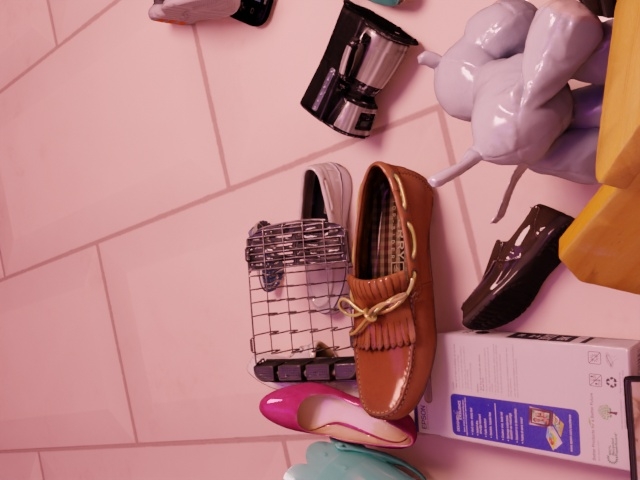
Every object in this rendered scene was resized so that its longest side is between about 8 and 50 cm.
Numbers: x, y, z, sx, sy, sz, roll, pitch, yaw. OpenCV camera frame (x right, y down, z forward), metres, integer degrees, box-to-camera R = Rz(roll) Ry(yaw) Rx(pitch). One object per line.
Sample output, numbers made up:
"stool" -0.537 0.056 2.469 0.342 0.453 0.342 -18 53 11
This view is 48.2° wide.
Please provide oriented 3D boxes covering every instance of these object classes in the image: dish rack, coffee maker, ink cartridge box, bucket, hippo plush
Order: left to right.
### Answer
"dish rack" -0.026 0.103 1.176 0.208 0.074 0.272 -6 87 23
"coffee maker" 0.050 -0.278 1.153 0.178 0.120 0.171 -62 34 25
"bucket" 0.057 0.464 1.124 0.183 0.281 0.281 19 107 36
"ink cartridge box" 0.286 0.216 1.030 0.332 0.065 0.166 0 95 39
"hippo plush" 0.266 -0.186 0.945 0.294 0.234 0.237 -54 30 14

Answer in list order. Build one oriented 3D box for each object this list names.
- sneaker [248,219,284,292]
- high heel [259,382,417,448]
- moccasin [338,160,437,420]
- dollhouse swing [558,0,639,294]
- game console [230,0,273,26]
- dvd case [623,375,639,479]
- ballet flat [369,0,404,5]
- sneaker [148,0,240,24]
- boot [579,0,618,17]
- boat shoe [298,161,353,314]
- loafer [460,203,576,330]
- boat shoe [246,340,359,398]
"sneaker" -0.109 0.033 1.358 0.058 0.052 0.135 -19 75 50
"high heel" 0.025 0.279 1.104 0.244 0.117 0.082 13 92 -3
"moccasin" 0.099 0.071 1.060 0.139 0.147 0.380 1 80 40
"dollhouse swing" 0.450 -0.113 0.745 0.346 0.305 0.315 12 74 1
"game console" -0.078 -0.559 1.260 0.213 0.044 0.362 34 116 32
"dvd case" 0.473 0.289 0.868 0.180 0.022 0.253 -4 93 19
"ballet flat" 0.055 -0.440 1.139 0.241 0.077 0.091 30 157 33
"sneaker" -0.242 -0.505 1.317 0.321 0.124 0.180 18 105 55
"boot" 0.404 -0.373 0.811 0.260 0.347 0.131 -97 0 -54
"boat shoe" 0.000 0.000 1.229 0.096 0.088 0.268 13 103 38
"loafer" 0.276 0.039 1.019 0.220 0.080 0.078 -52 40 21
"boat shoe" -0.008 0.221 1.262 0.277 0.098 0.096 9 100 30
